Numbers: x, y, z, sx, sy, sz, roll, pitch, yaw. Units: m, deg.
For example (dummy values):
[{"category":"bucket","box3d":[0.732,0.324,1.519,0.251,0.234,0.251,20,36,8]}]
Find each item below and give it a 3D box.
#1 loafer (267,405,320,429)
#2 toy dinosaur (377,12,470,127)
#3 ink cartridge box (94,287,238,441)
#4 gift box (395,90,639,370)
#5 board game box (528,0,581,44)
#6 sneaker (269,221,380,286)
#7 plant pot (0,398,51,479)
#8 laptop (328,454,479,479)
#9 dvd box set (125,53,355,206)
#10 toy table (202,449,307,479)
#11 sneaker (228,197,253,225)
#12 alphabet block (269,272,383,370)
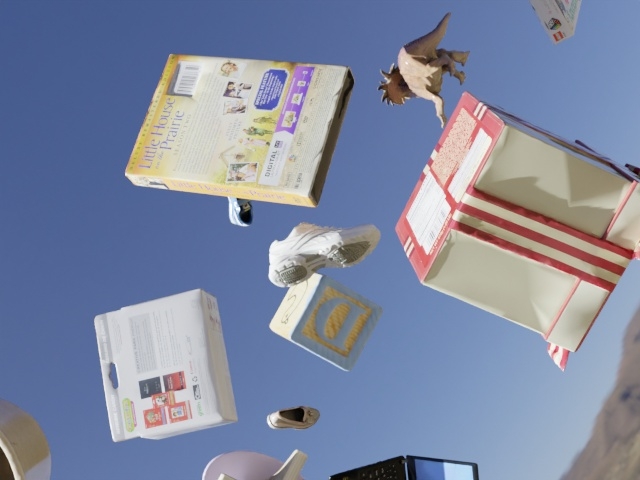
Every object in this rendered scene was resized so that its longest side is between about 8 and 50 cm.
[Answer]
[{"category":"loafer","box3d":[-0.046,0.352,1.975,0.125,0.045,0.039,1,-34,-40]},{"category":"toy dinosaur","box3d":[0.218,-0.387,2.240,0.127,0.200,0.296,-57,-20,-32]},{"category":"ink cartridge box","box3d":[-0.362,0.297,2.317,0.271,0.310,0.130,-13,-14,8]},{"category":"gift box","box3d":[0.266,-0.011,1.253,0.276,0.258,0.255,-98,32,-66]},{"category":"board game box","box3d":[0.507,-0.571,2.200,0.053,0.193,0.305,-25,18,29]},{"category":"sneaker","box3d":[0.000,0.000,1.937,0.232,0.115,0.090,-18,-38,3]},{"category":"plant pot","box3d":[-0.551,0.365,1.477,0.334,0.333,0.305,-57,-2,0]},{"category":"laptop","box3d":[0.172,0.559,1.950,0.264,0.136,0.235,-10,-80,-21]},{"category":"dvd box set","box3d":[-0.166,-0.234,2.042,0.062,0.420,0.308,58,-137,-59]},{"category":"toy table","box3d":[-0.113,0.549,2.063,0.161,0.274,0.252,149,139,-77]},{"category":"sneaker","box3d":[-0.179,-0.095,2.193,0.053,0.059,0.144,-27,-58,-23]},{"category":"alphabet block","box3d":[0.012,0.201,2.541,0.192,0.193,0.197,-60,17,-7]}]
